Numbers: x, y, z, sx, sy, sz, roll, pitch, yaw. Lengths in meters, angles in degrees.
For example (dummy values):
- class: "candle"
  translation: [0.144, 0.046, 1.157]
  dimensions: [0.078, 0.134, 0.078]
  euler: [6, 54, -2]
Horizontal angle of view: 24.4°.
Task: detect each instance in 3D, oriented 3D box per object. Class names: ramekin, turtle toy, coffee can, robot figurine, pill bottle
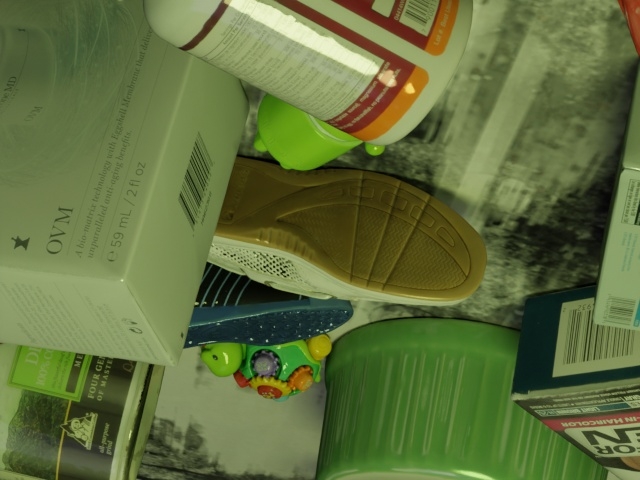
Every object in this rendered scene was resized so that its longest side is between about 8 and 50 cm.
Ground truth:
- class: "ramekin"
  translation: [0.139, 0.210, 1.452]
  dimensions: [0.303, 0.148, 0.303]
  euler: [10, 152, 6]
- class: "turtle toy"
  translation: [-0.057, 0.117, 1.456]
  dimensions: [0.130, 0.066, 0.095]
  euler: [24, 150, -19]
- class: "coffee can"
  translation: [-0.303, 0.136, 1.456]
  dimensions: [0.275, 0.201, 0.201]
  euler: [13, 152, 0]
- class: "robot figurine"
  translation: [0.000, -0.091, 1.044]
  dimensions: [0.101, 0.067, 0.115]
  euler: [35, 146, -20]
- class: "pill bottle"
  translation: [-0.029, -0.153, 0.884]
  dimensions: [0.221, 0.121, 0.121]
  euler: [26, 150, -20]

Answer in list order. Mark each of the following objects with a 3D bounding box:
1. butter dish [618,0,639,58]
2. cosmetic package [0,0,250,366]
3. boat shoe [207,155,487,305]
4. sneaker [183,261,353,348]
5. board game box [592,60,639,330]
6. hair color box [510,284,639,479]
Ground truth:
- class: "butter dish"
  translation: [0.232, -0.126, 0.823]
  dimensions: [0.160, 0.118, 0.160]
  euler: [-1, 149, 27]
- class: "cosmetic package"
  translation: [-0.193, -0.051, 1.036]
  dimensions: [0.225, 0.224, 0.138]
  euler: [5, 152, 15]
- class: "boat shoe"
  translation: [0.000, 0.000, 1.190]
  dimensions: [0.277, 0.098, 0.096]
  euler: [16, 154, 15]
- class: "sneaker"
  translation: [-0.088, 0.045, 1.336]
  dimensions: [0.232, 0.090, 0.081]
  euler: [-4, 154, -12]
- class: "board game box"
  translation: [0.352, -0.006, 1.016]
  dimensions: [0.303, 0.097, 0.224]
  euler: [10, 153, 9]
- class: "hair color box"
  translation: [0.341, 0.158, 1.316]
  dimensions: [0.174, 0.105, 0.347]
  euler: [-13, 143, 41]
